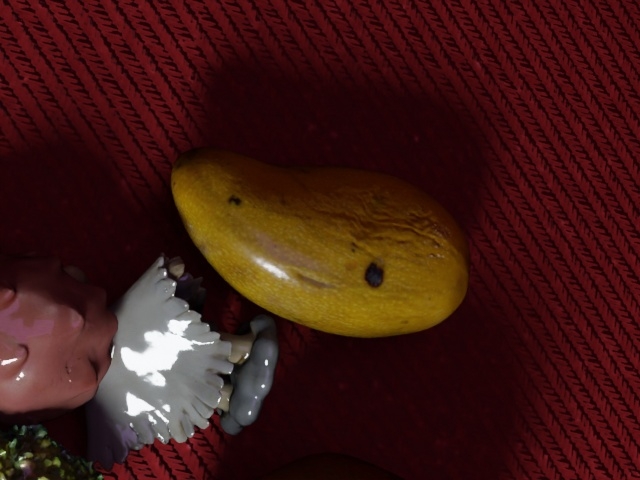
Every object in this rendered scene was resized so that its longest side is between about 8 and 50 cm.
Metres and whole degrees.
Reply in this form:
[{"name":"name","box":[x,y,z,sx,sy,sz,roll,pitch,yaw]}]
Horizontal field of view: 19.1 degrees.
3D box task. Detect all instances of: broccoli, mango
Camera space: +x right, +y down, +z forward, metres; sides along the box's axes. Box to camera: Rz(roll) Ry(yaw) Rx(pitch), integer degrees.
[{"name":"broccoli","box":[-0.254,0.255,1.542,0.219,0.194,0.194,-8,84,-16]},{"name":"mango","box":[-0.001,0.004,1.721,0.294,0.120,0.177,11,41,-20]}]

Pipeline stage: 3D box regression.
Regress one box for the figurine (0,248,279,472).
[{"name":"figurine","box":[-0.224,0.086,1.623,0.387,0.166,0.207,12,113,-26]}]

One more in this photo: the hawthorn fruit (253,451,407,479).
[{"name":"hawthorn fruit","box":[0.004,0.334,1.579,0.277,0.298,0.277,0,121,0]}]
